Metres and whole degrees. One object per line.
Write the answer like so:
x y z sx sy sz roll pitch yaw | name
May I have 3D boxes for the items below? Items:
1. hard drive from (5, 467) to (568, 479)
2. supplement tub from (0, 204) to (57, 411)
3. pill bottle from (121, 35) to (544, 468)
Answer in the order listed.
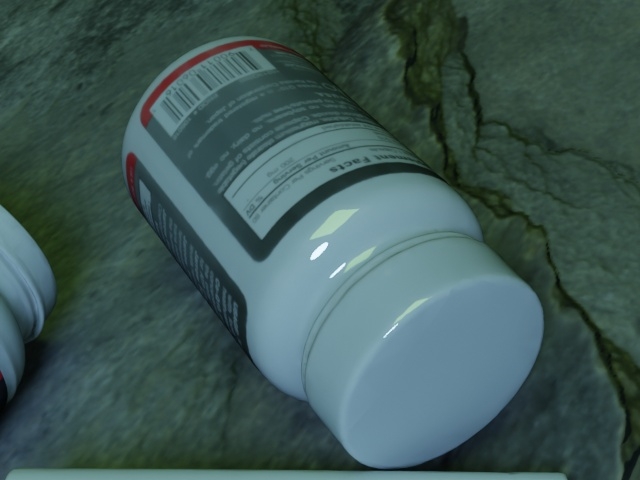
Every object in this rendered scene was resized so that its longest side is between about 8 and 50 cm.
-0.022 0.191 0.555 0.308 0.040 0.203 0 31 2 | hard drive
-0.304 0.094 0.693 0.191 0.191 0.272 11 51 25 | supplement tub
0.000 0.000 0.717 0.161 0.161 0.283 -30 46 -13 | pill bottle
